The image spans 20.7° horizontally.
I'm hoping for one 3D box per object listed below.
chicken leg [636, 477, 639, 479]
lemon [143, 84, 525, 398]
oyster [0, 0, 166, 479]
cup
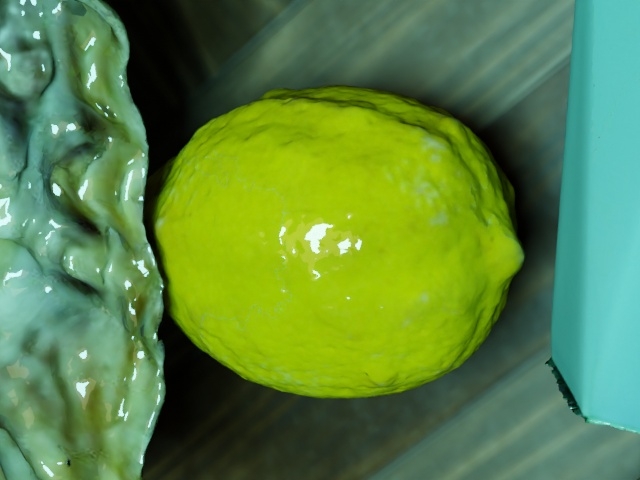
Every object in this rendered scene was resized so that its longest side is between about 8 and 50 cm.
[{"bbox_3d":[0.146,0.170,0.568,0.085,0.101,0.207,-49,40,48],"label":"chicken leg"},{"bbox_3d":[0.000,0.000,0.626,0.155,0.114,0.114,2,96,26],"label":"lemon"},{"bbox_3d":[-0.144,-0.036,0.638,0.201,0.107,0.354,17,114,54],"label":"oyster"},{"bbox_3d":[0.137,-0.056,0.545,0.148,0.134,0.235,8,105,-4],"label":"cup"}]
